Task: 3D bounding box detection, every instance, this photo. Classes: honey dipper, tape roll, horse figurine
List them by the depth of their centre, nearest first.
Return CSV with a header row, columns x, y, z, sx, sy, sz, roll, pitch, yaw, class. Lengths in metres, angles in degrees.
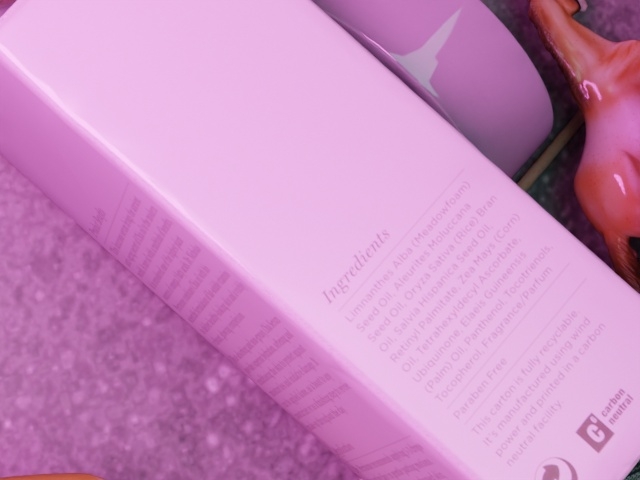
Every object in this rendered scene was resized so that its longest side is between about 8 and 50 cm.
x,y,z,sx,sy,sz,roll,pitch,yaw,class
0.050,-0.116,1.287,0.219,0.219,0.072,45,75,-14,tape roll
0.238,-0.066,1.411,0.174,0.066,0.263,8,73,-37,horse figurine
0.163,-0.056,1.429,0.030,0.030,0.160,44,72,-14,honey dipper

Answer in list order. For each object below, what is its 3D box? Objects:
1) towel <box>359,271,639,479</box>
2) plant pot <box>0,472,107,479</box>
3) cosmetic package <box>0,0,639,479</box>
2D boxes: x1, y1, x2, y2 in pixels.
x,y,z,sx,sy,sz,roll,pitch,yaw,class
0.179,0.203,1.408,0.312,0.056,0.324,-17,92,-29,towel
-0.110,0.272,1.218,0.239,0.254,0.254,0,89,-35,plant pot
0.000,0.000,1.211,0.453,0.230,0.161,42,74,-1,cosmetic package
